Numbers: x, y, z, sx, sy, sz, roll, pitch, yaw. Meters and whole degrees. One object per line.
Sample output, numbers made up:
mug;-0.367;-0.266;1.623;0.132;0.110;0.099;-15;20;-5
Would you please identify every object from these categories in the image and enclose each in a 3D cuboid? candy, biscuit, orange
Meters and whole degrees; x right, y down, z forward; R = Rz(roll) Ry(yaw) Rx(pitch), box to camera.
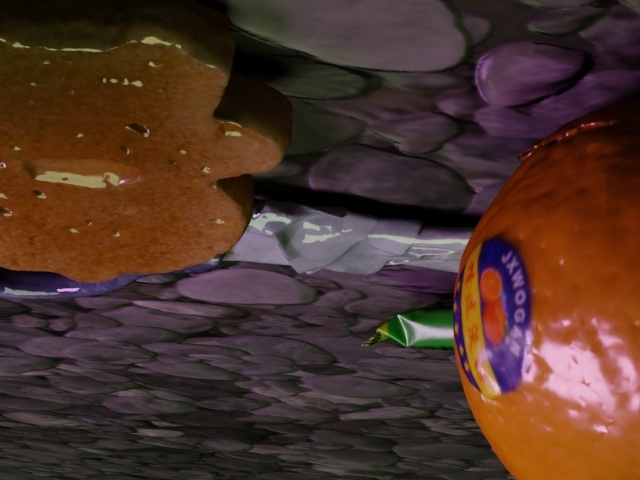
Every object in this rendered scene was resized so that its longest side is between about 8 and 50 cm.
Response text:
candy;0.124;0.050;1.033;0.178;0.032;0.102;-1;179;27
biscuit;-0.092;-0.040;0.754;0.166;0.036;0.225;-1;154;3
orange;0.163;0.036;0.726;0.219;0.193;0.219;-12;168;-3

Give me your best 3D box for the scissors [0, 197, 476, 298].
scissors;0.000;0.000;0.927;0.383;0.029;0.256;5;160;-13
